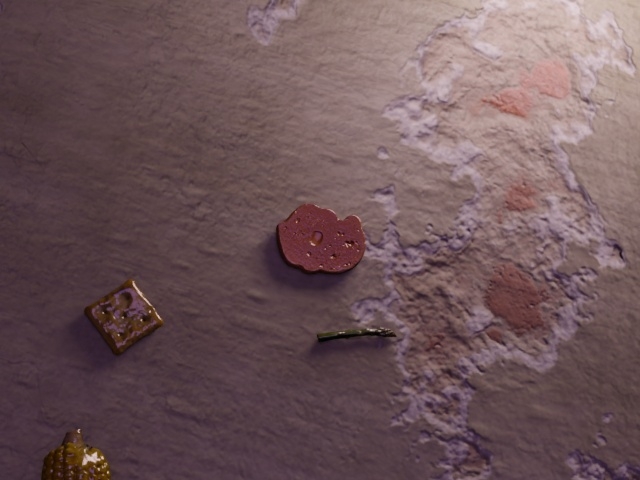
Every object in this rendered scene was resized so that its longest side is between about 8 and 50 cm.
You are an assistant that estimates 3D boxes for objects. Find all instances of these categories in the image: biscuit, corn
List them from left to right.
[{"bbox_3d":[-0.313,0.374,1.865,0.097,0.097,0.261,-2,74,-10],"label":"corn"},{"bbox_3d":[-0.271,0.105,1.994,0.083,0.018,0.081,-33,82,-17],"label":"biscuit"},{"bbox_3d":[0.000,0.000,2.072,0.131,0.019,0.102,9,72,-7],"label":"biscuit"}]

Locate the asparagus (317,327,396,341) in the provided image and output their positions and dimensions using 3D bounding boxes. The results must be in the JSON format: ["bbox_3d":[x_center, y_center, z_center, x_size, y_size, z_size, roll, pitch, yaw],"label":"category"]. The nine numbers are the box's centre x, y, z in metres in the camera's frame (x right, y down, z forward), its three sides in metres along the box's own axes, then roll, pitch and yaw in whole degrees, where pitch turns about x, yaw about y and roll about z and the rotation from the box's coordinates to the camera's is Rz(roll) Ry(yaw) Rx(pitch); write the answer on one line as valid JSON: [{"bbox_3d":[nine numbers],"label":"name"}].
[{"bbox_3d":[0.051,0.133,2.043,0.114,0.014,0.015,-4,108,-10],"label":"asparagus"}]
